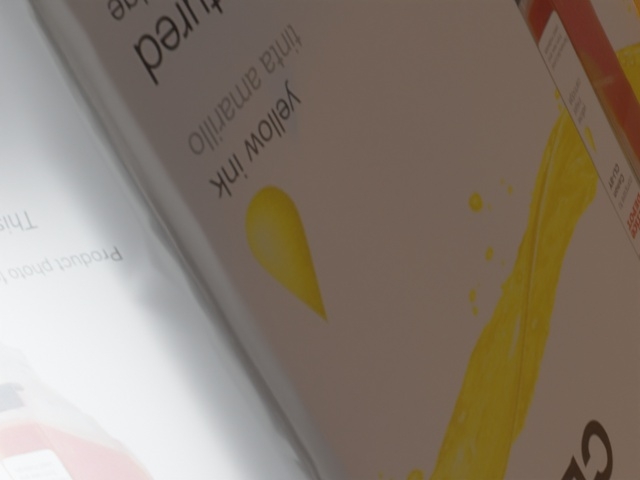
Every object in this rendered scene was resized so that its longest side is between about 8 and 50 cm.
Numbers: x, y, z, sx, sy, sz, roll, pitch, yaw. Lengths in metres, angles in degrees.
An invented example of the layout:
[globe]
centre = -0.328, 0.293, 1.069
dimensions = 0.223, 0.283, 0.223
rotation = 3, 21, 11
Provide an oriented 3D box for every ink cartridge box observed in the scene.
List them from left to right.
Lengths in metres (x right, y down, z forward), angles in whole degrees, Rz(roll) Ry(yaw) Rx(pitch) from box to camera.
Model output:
[ink cartridge box]
centre = 0.000, 0.000, 0.613
dimensions = 0.160, 0.279, 0.384
rotation = -11, 120, 35
